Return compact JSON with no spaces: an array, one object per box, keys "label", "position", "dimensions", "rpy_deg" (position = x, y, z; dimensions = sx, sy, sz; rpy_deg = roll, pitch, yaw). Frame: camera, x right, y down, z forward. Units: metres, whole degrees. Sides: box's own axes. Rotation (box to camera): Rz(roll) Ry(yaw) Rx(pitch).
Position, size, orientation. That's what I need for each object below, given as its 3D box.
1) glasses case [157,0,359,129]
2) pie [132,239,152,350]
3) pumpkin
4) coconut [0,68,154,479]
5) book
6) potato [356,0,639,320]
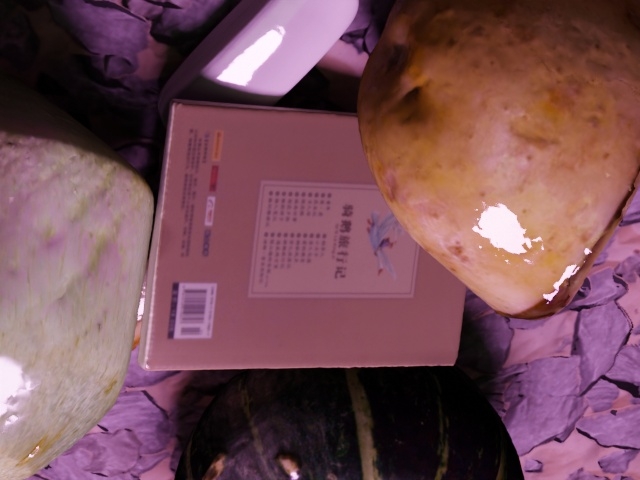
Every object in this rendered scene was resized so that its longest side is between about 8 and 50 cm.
[{"label":"glasses case","position":[-0.050,-0.149,1.526],"dimensions":[0.074,0.049,0.193],"rpy_deg":[32,115,-35]},{"label":"pie","position":[-0.137,0.041,1.628],"dimensions":[0.282,0.068,0.128],"rpy_deg":[-42,168,13]},{"label":"pumpkin","position":[0.024,0.237,1.736],"dimensions":[0.323,0.241,0.323],"rpy_deg":[-8,128,-11]},{"label":"coconut","position":[-0.267,0.017,1.461],"dimensions":[0.281,0.328,0.328],"rpy_deg":[-4,137,28]},{"label":"book","position":[0.000,0.000,1.576],"dimensions":[0.310,0.021,0.217],"rpy_deg":[2,100,-33]},{"label":"potato","position":[0.140,-0.104,1.511],"dimensions":[0.242,0.242,0.285],"rpy_deg":[24,102,-31]}]
